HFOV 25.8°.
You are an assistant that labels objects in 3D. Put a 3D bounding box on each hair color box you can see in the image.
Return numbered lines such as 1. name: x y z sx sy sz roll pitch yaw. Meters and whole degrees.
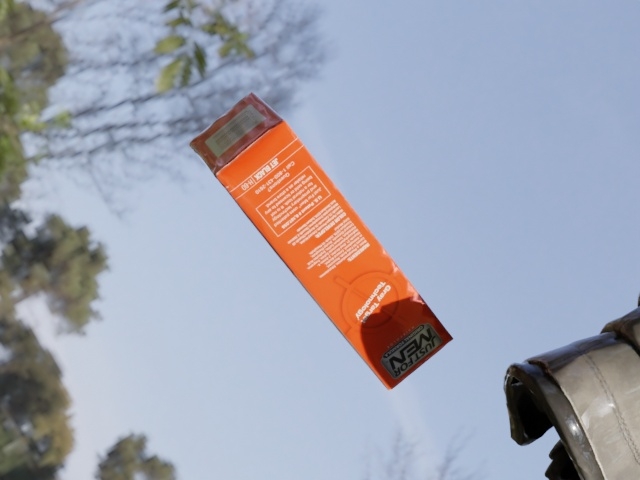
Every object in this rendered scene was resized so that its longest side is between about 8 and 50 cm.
1. hair color box: 0.000 0.000 0.675 0.141 0.043 0.072 51 -1 -22

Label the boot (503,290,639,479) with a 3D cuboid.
1. boot: 0.181 0.014 0.625 0.118 0.222 0.338 53 -8 49
